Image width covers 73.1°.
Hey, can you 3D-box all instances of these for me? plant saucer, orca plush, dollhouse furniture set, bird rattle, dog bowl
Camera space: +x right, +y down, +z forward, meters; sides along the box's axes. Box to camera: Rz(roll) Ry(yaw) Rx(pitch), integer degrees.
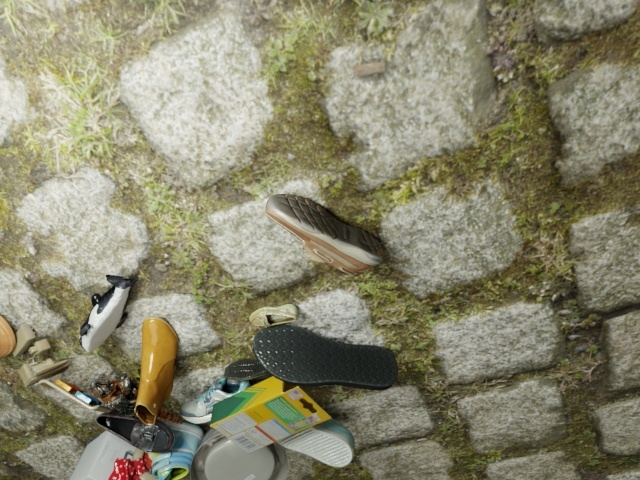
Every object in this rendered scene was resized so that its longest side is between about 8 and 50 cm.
[{"bbox_3d":[-1.054,0.289,1.347,0.199,0.037,0.200,5,116,11],"label":"plant saucer"},{"bbox_3d":[-0.640,0.190,1.244,0.102,0.151,0.287,41,125,14],"label":"orca plush"},{"bbox_3d":[-0.912,0.362,1.418,0.144,0.123,0.151,-41,78,26],"label":"dollhouse furniture set"},{"bbox_3d":[-0.647,0.856,1.624,0.253,0.207,0.143,29,115,-17],"label":"bird rattle"},{"bbox_3d":[-0.292,0.799,1.577,0.348,0.102,0.349,-3,109,-8],"label":"dog bowl"}]

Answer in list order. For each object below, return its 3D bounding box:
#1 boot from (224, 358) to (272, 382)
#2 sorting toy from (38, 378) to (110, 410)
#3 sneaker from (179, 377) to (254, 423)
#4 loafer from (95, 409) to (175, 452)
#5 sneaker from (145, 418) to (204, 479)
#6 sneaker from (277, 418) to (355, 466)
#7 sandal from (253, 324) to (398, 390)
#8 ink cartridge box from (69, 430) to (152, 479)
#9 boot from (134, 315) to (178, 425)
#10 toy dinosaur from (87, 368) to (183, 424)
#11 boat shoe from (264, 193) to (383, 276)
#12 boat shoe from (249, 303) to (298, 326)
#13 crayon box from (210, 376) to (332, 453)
[{"bbox_3d":[-0.203,0.453,1.410,0.197,0.077,0.137,-8,128,7],"label":"boot"},{"bbox_3d":[-0.814,0.520,1.452,0.208,0.038,0.193,26,153,1],"label":"sorting toy"},{"bbox_3d":[-0.349,0.526,1.465,0.282,0.110,0.122,-14,110,4],"label":"sneaker"},{"bbox_3d":[-0.652,0.668,1.507,0.302,0.109,0.095,9,166,21],"label":"loafer"},{"bbox_3d":[-0.600,0.760,1.559,0.318,0.208,0.127,8,126,-1],"label":"sneaker"},{"bbox_3d":[-0.050,0.650,1.505,0.365,0.150,0.135,27,94,12],"label":"sneaker"},{"bbox_3d":[0.009,0.376,1.300,0.444,0.168,0.107,14,141,-6],"label":"sandal"},{"bbox_3d":[-0.782,0.902,1.670,0.198,0.197,0.270,-37,115,24],"label":"ink cartridge box"},{"bbox_3d":[-0.506,0.400,1.308,0.103,0.211,0.295,2,124,1],"label":"boot"},{"bbox_3d":[-0.623,0.541,1.476,0.321,0.165,0.218,13,144,-25],"label":"toy dinosaur"},{"bbox_3d":[0.000,0.000,1.067,0.324,0.123,0.116,29,123,-14],"label":"boat shoe"},{"bbox_3d":[-0.139,0.228,1.268,0.152,0.048,0.056,-11,123,10],"label":"boat shoe"},{"bbox_3d":[-0.153,0.538,1.359,0.322,0.083,0.203,-28,122,14],"label":"crayon box"}]
